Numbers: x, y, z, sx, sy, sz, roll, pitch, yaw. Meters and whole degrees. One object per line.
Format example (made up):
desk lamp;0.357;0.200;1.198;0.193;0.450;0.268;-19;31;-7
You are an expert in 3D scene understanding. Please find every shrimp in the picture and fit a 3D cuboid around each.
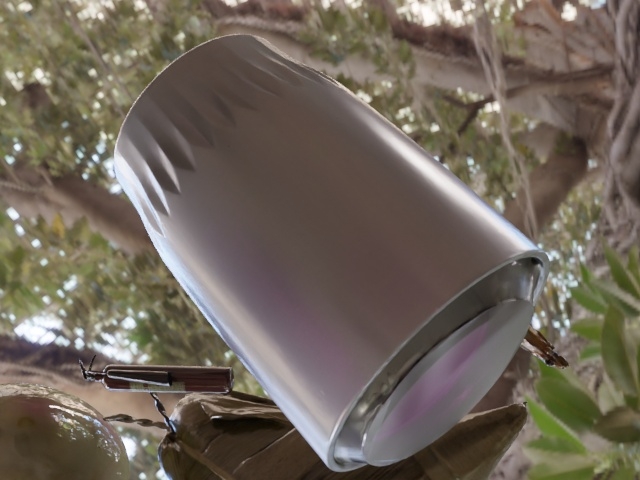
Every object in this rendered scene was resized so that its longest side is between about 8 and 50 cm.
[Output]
shrimp;0.203;0.090;1.080;0.127;0.091;0.025;40;-82;18

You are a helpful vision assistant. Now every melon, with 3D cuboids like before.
melon;-0.419;0.326;1.548;0.223;0.317;0.223;-15;-118;30

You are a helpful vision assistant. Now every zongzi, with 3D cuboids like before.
zongzi;-0.004;0.249;1.452;0.467;0.218;0.500;-50;-127;9

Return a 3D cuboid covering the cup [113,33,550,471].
cup;0.000;0.000;0.941;0.253;0.253;0.371;-39;-113;-13

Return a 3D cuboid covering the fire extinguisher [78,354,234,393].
fire extinguisher;-0.181;0.148;1.129;0.173;0.035;0.049;0;-163;7
